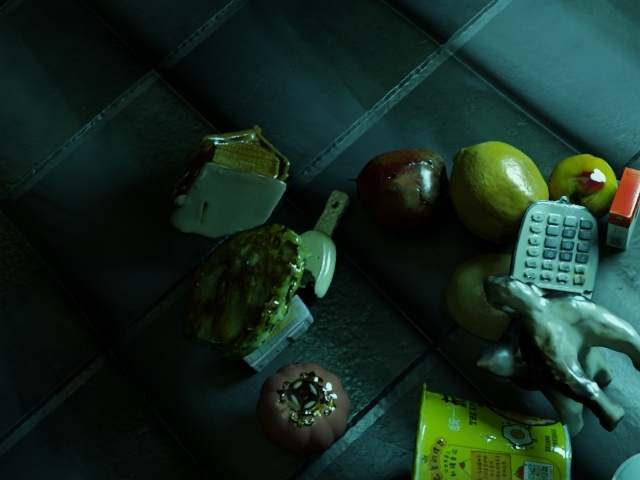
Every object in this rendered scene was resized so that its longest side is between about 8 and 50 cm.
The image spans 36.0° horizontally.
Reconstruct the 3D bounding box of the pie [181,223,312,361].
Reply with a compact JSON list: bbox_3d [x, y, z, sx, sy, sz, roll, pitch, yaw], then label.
[{"bbox_3d":[-0.150,0.095,1.987,0.355,0.103,0.288,3,60,53],"label":"pie"}]

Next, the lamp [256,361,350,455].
[{"bbox_3d":[-0.034,0.324,1.886,0.182,0.140,0.182,2,61,-4],"label":"lamp"}]

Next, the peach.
[{"bbox_3d":[0.519,-0.106,1.943,0.138,0.138,0.138,-6,64,12],"label":"peach"}]

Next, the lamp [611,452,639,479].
[{"bbox_3d":[0.561,0.456,1.676,0.246,0.108,0.179,-25,57,3],"label":"lamp"}]

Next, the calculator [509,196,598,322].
[{"bbox_3d":[0.441,0.049,1.861,0.177,0.040,0.268,9,93,-15],"label":"calculator"}]

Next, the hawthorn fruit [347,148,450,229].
[{"bbox_3d":[0.153,-0.104,2.027,0.235,0.181,0.181,5,65,37],"label":"hawthorn fruit"}]

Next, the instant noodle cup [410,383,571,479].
[{"bbox_3d":[0.278,0.419,1.670,0.254,0.325,0.325,7,67,7],"label":"instant noodle cup"}]

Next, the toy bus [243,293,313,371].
[{"bbox_3d":[-0.092,0.189,2.004,0.172,0.057,0.072,-42,66,-5],"label":"toy bus"}]

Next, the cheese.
[{"bbox_3d":[0.000,0.000,2.069,0.127,0.050,0.235,21,75,26],"label":"cheese"}]

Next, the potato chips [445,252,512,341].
[{"bbox_3d":[0.347,0.108,1.924,0.195,0.062,0.208,-25,60,0],"label":"potato chips"}]

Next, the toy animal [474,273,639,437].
[{"bbox_3d":[0.388,0.181,1.702,0.303,0.344,0.194,38,75,8],"label":"toy animal"}]

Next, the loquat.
[{"bbox_3d":[0.351,-0.090,1.941,0.176,0.187,0.234,-40,85,-8],"label":"loquat"}]

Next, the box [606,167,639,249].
[{"bbox_3d":[0.584,-0.059,1.885,0.048,0.152,0.100,15,70,22],"label":"box"}]

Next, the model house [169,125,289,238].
[{"bbox_3d":[-0.195,-0.127,2.129,0.220,0.199,0.229,25,29,-10],"label":"model house"}]
